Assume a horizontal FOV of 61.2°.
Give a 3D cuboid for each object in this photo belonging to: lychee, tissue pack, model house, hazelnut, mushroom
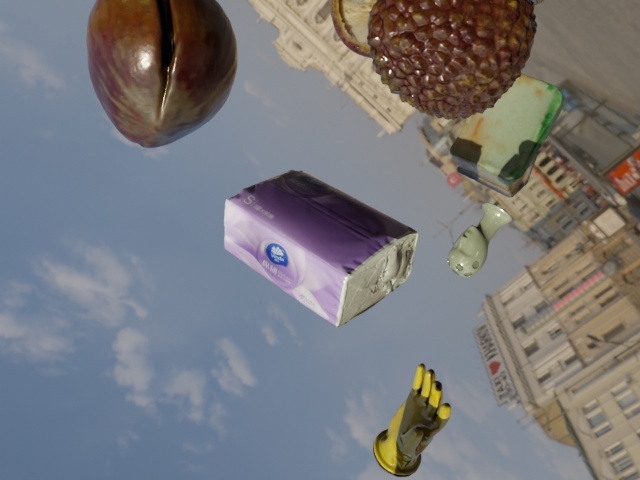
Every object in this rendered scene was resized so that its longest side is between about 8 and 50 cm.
[{"bbox_3d":[0.188,-0.299,0.800,0.272,0.235,0.235,-7,-128,-33],"label":"lychee"},{"bbox_3d":[0.000,0.000,1.116,0.338,0.160,0.242,30,-138,30],"label":"tissue pack"},{"bbox_3d":[0.558,-0.307,1.614,0.245,0.312,0.280,30,-178,27],"label":"model house"},{"bbox_3d":[-0.391,-0.453,1.391,0.402,0.429,0.401,18,-130,-23],"label":"hazelnut"},{"bbox_3d":[0.143,-0.567,1.334,0.267,0.267,0.255,48,-132,6],"label":"mushroom"}]

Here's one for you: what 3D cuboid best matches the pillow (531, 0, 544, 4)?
[{"bbox_3d":[0.497,-0.544,1.042,0.067,0.173,0.270,57,173,-3],"label":"pillow"}]

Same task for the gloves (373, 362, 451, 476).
[{"bbox_3d":[0.207,0.389,1.187,0.116,0.294,0.133,-8,-137,-26],"label":"gloves"}]

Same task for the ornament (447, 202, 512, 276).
[{"bbox_3d":[0.316,0.001,1.099,0.081,0.156,0.075,42,172,-35],"label":"ornament"}]
